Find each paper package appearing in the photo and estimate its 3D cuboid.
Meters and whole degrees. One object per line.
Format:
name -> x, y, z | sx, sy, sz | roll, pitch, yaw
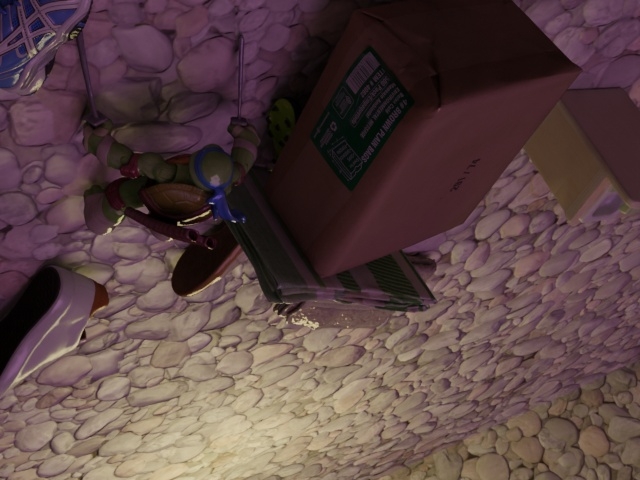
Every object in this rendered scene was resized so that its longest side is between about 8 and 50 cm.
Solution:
paper package -> 0.122, -0.138, 1.310 | 0.309, 0.168, 0.325 | -21, 155, -41

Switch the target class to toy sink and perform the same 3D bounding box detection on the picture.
toy sink -> 0.450, -0.112, 1.609 | 0.152, 0.234, 0.131 | -8, 146, -31

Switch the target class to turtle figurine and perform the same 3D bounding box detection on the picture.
turtle figurine -> -0.186, -0.113, 1.240 | 0.197, 0.275, 0.266 | -33, 180, -37

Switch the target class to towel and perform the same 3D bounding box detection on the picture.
towel -> 0.066, 0.089, 1.814 | 0.282, 0.049, 0.187 | 5, 139, -43
towel -> 0.000, 0.000, 1.415 | 0.324, 0.248, 0.038 | 7, 131, -46

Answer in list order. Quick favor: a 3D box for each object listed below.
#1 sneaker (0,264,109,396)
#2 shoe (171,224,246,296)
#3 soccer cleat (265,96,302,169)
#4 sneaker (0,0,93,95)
sneaker -> -0.414, 0.158, 1.481 | 0.290, 0.106, 0.123 | -41, 145, 22
shoe -> -0.132, 0.014, 1.506 | 0.219, 0.077, 0.058 | -41, 143, 20
soccer cleat -> -0.030, -0.142, 1.369 | 0.072, 0.060, 0.179 | -33, 157, -17
sneaker -> -0.288, -0.222, 1.001 | 0.081, 0.080, 0.211 | 0, 141, -43
